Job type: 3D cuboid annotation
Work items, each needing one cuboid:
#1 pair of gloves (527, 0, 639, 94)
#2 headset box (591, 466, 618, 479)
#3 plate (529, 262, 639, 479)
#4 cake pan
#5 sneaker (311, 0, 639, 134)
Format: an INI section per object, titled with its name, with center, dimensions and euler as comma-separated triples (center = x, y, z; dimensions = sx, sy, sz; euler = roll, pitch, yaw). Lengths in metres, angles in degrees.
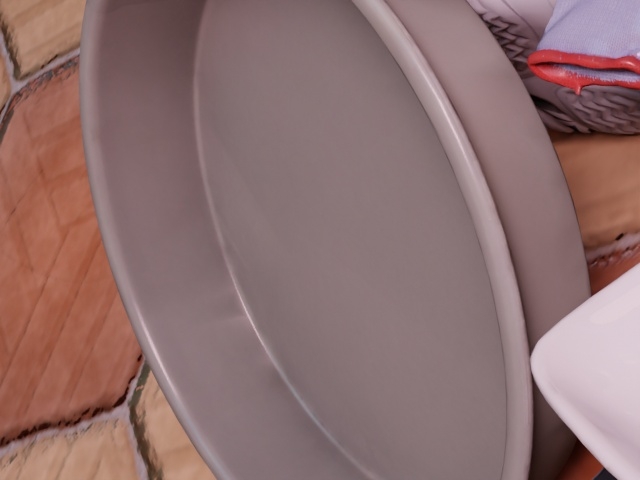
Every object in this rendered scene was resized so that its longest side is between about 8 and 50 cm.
[pair of gloves]
center = 0.151, -0.110, 0.538
dimensions = 0.198, 0.023, 0.159
euler = 15, 84, 44
[headset box]
center = 0.168, 0.142, 0.424
dimensions = 0.246, 0.131, 0.283
euler = -44, 38, -6
[plate]
center = 0.221, 0.027, 0.356
dimensions = 0.277, 0.045, 0.278
euler = -34, 37, -4
[cake pan]
center = 0.000, 0.000, 0.695
dimensions = 0.293, 0.054, 0.293
euler = 36, 137, 43
[sneaker]
center = 0.149, -0.159, 0.671
dimensions = 0.366, 0.137, 0.210
euler = 2, 71, 44
